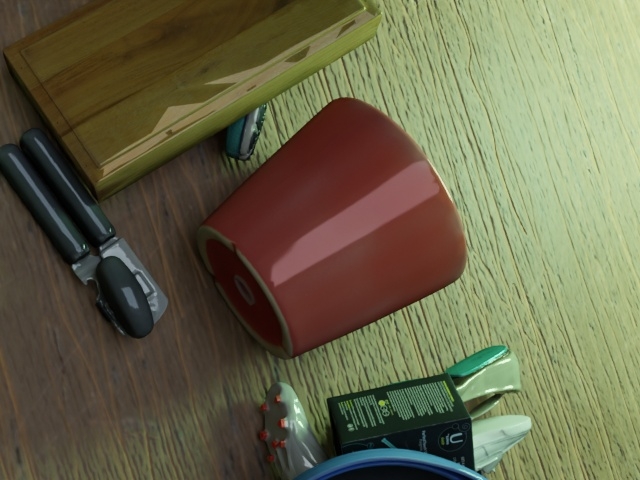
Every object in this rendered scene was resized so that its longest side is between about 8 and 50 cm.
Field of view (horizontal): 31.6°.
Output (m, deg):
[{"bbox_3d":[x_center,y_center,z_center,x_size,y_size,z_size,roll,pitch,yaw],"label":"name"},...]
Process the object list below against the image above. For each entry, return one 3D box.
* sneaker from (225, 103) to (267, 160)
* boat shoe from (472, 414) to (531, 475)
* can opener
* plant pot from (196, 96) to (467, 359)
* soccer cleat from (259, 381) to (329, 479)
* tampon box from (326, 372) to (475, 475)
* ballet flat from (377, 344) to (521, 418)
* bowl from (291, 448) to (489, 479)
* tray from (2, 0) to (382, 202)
[{"bbox_3d":[-0.124,-0.231,1.472,0.109,0.107,0.275,-4,74,-8],"label":"sneaker"},{"bbox_3d":[0.210,0.287,1.522,0.184,0.066,0.063,-18,101,-31],"label":"boat shoe"},{"bbox_3d":[-0.275,-0.010,1.336,0.074,0.093,0.280,-37,91,-28],"label":"can opener"},{"bbox_3d":[0.000,0.000,1.387,0.243,0.275,0.275,-34,94,-19],"label":"plant pot"},{"bbox_3d":[-0.021,0.270,1.398,0.076,0.068,0.196,-2,67,-36],"label":"soccer cleat"},{"bbox_3d":[0.100,0.252,1.395,0.161,0.101,0.121,-10,118,-6],"label":"tampon box"},{"bbox_3d":[0.170,0.211,1.512,0.248,0.086,0.086,-16,85,-29],"label":"ballet flat"},{"bbox_3d":[0.076,0.426,1.318,0.391,0.077,0.391,-1,99,-5],"label":"bowl"},{"bbox_3d":[-0.150,-0.241,1.377,0.411,0.076,0.203,-33,80,-15],"label":"tray"}]
